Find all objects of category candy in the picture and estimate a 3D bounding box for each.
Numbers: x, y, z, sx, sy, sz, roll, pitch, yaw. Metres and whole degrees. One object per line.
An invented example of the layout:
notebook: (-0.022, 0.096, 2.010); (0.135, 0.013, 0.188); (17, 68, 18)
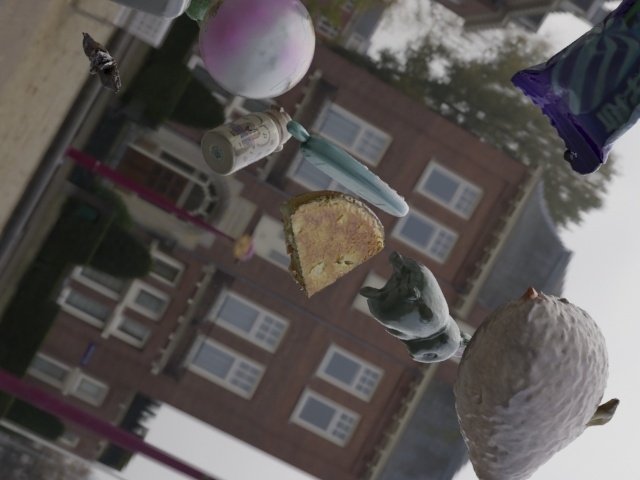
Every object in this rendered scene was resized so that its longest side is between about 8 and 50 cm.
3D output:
candy: (0.331, -0.187, 1.056); (0.275, 0.145, 0.070); (-38, -169, 40)

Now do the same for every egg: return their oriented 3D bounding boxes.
egg: (-0.099, -0.324, 1.640); (0.196, 0.196, 0.271); (-61, -162, -1)

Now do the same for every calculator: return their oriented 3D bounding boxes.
calculator: (0.049, -0.136, 1.972); (0.042, 0.295, 0.184); (-55, -169, -4)

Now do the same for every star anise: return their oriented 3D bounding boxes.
star anise: (-0.431, -0.342, 2.017); (0.056, 0.129, 0.124); (-30, 157, -10)

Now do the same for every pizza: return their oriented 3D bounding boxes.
pizza: (0.000, -0.001, 1.227); (0.046, 0.175, 0.134); (35, -87, 44)

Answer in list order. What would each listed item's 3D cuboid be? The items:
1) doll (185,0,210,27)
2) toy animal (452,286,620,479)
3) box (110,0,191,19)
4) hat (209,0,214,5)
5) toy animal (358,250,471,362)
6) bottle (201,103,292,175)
doll: (-0.225, -0.470, 2.050); (0.150, 0.115, 0.077); (-49, 132, -75)
toy animal: (0.303, 0.193, 1.440); (0.226, 0.188, 0.358); (-26, 140, -25)
box: (-0.128, -0.312, 0.828); (0.055, 0.103, 0.243); (-71, 180, -69)
hat: (-0.142, -0.448, 1.851); (0.147, 0.085, 0.175); (-30, 146, -12)
toy animal: (0.177, 0.140, 1.643); (0.125, 0.251, 0.127); (-30, -147, 23)
bottle: (-0.143, -0.207, 2.100); (0.209, 0.097, 0.110); (-30, 132, -43)
